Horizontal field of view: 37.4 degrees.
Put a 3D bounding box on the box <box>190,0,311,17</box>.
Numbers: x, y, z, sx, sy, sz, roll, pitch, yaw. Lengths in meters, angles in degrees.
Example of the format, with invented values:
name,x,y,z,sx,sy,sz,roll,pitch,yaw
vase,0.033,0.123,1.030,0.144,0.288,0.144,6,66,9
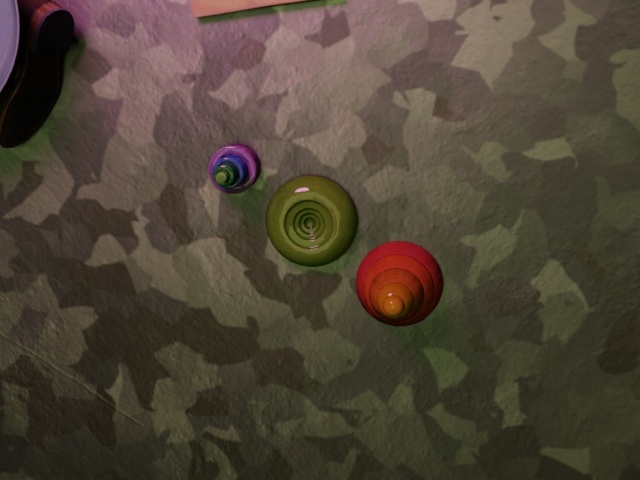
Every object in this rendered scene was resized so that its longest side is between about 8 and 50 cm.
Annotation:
name,x,y,z,sx,sy,sz,roll,pitch,yaw
box,-0.079,-0.384,1.223,0.201,0.021,0.165,-5,101,9

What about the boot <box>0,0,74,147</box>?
name,x,y,z,sx,sy,sz,roll,pitch,yaw
boot,-0.413,-0.240,1.290,0.106,0.082,0.219,40,115,24

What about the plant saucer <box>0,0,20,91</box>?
name,x,y,z,sx,sy,sz,roll,pitch,yaw
plant saucer,-0.518,-0.298,1.185,0.317,0.044,0.318,4,115,9

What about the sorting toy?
name,x,y,z,sx,sy,sz,roll,pitch,yaw
sorting toy,0.000,0.000,1.241,0.365,0.126,0.127,36,105,-1
